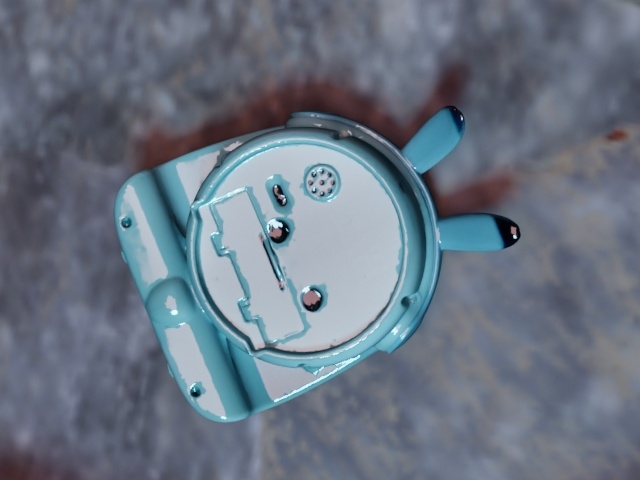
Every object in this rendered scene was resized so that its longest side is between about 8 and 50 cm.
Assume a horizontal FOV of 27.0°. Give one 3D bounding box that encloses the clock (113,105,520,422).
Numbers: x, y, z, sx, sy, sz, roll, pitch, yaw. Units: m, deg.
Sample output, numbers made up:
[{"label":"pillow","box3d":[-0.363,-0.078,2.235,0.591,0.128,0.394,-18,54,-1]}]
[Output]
[{"label":"clock","box3d":[0.000,0.000,0.524,0.147,0.045,0.108,-23,89,11]}]
